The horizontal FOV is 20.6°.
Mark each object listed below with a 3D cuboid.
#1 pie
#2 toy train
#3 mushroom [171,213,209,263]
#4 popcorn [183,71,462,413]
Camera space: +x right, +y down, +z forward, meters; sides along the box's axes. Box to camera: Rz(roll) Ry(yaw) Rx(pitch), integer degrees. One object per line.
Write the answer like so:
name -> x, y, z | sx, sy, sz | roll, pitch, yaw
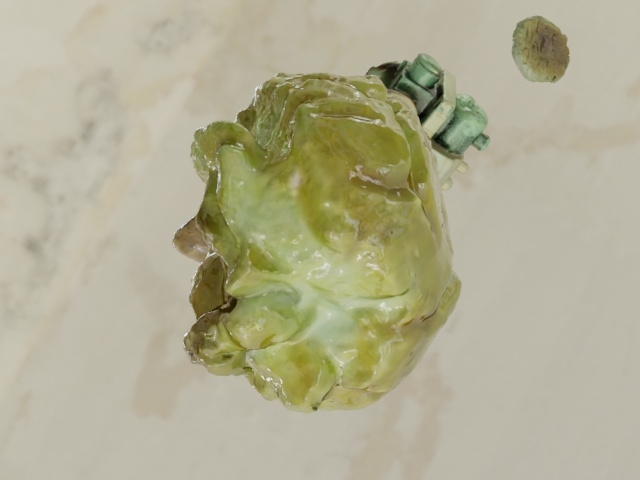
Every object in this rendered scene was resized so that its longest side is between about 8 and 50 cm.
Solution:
pie -> 0.245, -0.214, 1.967 | 0.020, 0.084, 0.084 | -13, -125, 52
toy train -> 0.063, -0.070, 1.521 | 0.194, 0.125, 0.081 | -51, -162, 30
mushroom -> -0.092, -0.033, 2.201 | 0.210, 0.094, 0.072 | -37, -177, -42
popcorn -> 0.000, 0.000, 1.152 | 0.204, 0.184, 0.221 | -107, -164, -70
